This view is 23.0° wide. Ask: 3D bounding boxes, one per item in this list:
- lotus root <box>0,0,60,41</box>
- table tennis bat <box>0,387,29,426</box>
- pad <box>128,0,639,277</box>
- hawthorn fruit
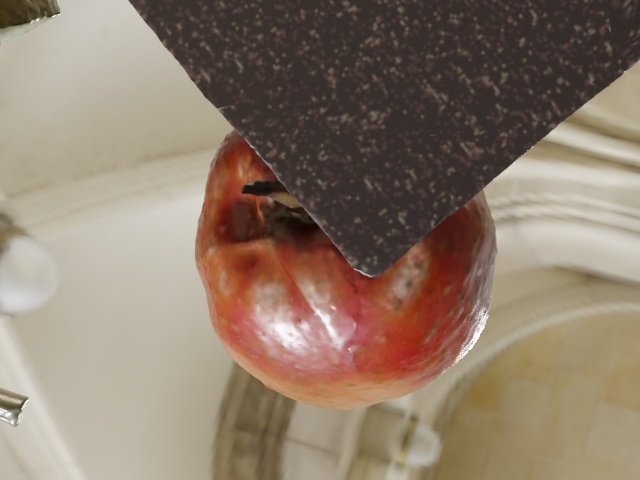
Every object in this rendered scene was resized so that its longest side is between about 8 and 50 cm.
[{"bbox_3d":[-0.334,-0.170,1.217,0.119,0.235,0.138,63,-170,-5],"label":"lotus root"},{"bbox_3d":[-0.319,0.074,1.085,0.138,0.247,0.022,-82,13,-82],"label":"table tennis bat"},{"bbox_3d":[0.001,-0.171,0.744,0.220,0.330,0.004,-40,9,1],"label":"pad"},{"bbox_3d":[0.000,0.000,1.213,0.300,0.254,0.254,21,-95,-61],"label":"hawthorn fruit"}]
